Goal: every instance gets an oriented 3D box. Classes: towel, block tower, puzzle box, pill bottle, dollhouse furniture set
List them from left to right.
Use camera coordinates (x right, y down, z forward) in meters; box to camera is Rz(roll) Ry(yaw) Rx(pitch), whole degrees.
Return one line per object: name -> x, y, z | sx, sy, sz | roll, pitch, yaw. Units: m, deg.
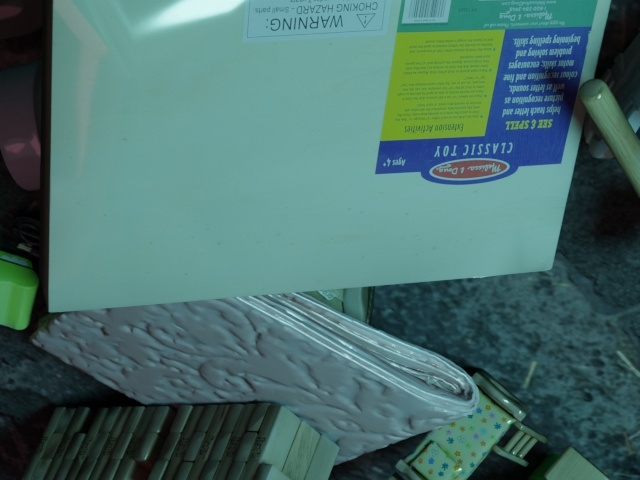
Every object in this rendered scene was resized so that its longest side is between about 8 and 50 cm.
pill bottle -> -0.133, -0.106, 1.292 | 0.221, 0.121, 0.121 | -9, 129, 11
block tower -> -0.132, 0.212, 1.546 | 0.335, 0.097, 0.091 | -4, 144, 43
towel -> -0.070, 0.104, 1.457 | 0.317, 0.053, 0.332 | 30, 153, -17
puzzle box -> 0.001, -0.084, 1.208 | 0.408, 0.052, 0.272 | -4, 125, -17
dollhouse furniture set -> 0.144, 0.236, 1.472 | 0.161, 0.101, 0.182 | 40, 94, 9

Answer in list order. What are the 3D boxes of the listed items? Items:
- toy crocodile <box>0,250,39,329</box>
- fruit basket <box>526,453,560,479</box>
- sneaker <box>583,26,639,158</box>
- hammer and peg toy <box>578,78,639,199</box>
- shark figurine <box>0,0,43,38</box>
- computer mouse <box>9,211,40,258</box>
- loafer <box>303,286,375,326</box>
toy crocodile -> -0.419, 0.006, 1.487 | 0.340, 0.105, 0.115 | 22, 132, -7
fruit basket -> 0.312, 0.397, 1.616 | 0.392, 0.283, 0.392 | -24, 137, -24
sneaker -> 0.293, -0.137, 1.221 | 0.094, 0.090, 0.235 | 18, 138, -21
hammer and peg toy -> 0.361, -0.065, 1.160 | 0.361, 0.127, 0.266 | -32, 139, 27
shark figurine -> -0.344, -0.124, 1.351 | 0.166, 0.116, 0.278 | 30, 129, -12
computer mouse -> -0.205, -0.040, 1.442 | 0.106, 0.042, 0.193 | 25, 138, -3
loafer -> 0.000, 0.000, 1.387 | 0.092, 0.102, 0.269 | 2, 132, 3
